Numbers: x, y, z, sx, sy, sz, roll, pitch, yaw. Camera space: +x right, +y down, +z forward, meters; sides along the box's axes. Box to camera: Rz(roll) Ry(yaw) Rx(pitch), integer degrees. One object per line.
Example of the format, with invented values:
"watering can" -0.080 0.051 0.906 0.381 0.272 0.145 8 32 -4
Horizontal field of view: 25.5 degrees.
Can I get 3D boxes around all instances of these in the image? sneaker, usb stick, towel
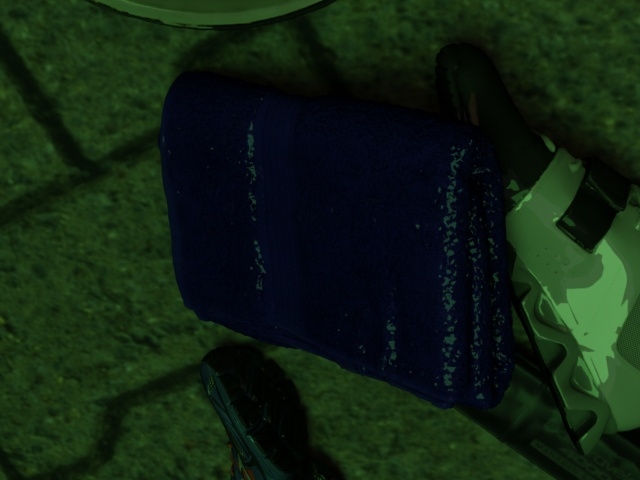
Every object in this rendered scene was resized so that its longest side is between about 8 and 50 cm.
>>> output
"sneaker" 0.194 -0.013 1.063 0.146 0.122 0.331 -25 104 5
"sneaker" -0.053 0.195 1.248 0.087 0.083 0.221 -18 106 32
"usb stick" 0.218 0.171 1.174 0.278 0.045 0.077 35 113 -2
"towel" 0.000 0.000 1.068 0.308 0.076 0.228 14 123 40

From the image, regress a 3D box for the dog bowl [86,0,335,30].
"dog bowl" -0.074 -0.356 0.943 0.407 0.150 0.408 6 116 13
